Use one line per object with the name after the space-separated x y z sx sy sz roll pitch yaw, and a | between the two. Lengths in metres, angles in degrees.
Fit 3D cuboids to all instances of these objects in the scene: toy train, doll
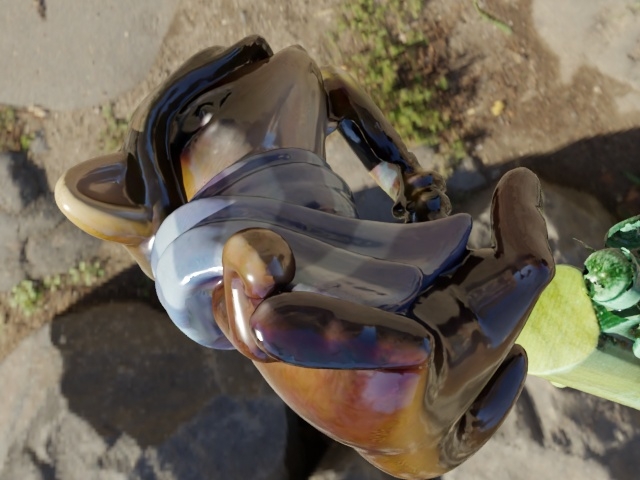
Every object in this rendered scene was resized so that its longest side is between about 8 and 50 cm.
0.281 0.069 1.009 0.189 0.126 0.307 -17 156 36 | toy train
0.003 -0.003 0.759 0.318 0.340 0.209 18 106 -51 | doll
